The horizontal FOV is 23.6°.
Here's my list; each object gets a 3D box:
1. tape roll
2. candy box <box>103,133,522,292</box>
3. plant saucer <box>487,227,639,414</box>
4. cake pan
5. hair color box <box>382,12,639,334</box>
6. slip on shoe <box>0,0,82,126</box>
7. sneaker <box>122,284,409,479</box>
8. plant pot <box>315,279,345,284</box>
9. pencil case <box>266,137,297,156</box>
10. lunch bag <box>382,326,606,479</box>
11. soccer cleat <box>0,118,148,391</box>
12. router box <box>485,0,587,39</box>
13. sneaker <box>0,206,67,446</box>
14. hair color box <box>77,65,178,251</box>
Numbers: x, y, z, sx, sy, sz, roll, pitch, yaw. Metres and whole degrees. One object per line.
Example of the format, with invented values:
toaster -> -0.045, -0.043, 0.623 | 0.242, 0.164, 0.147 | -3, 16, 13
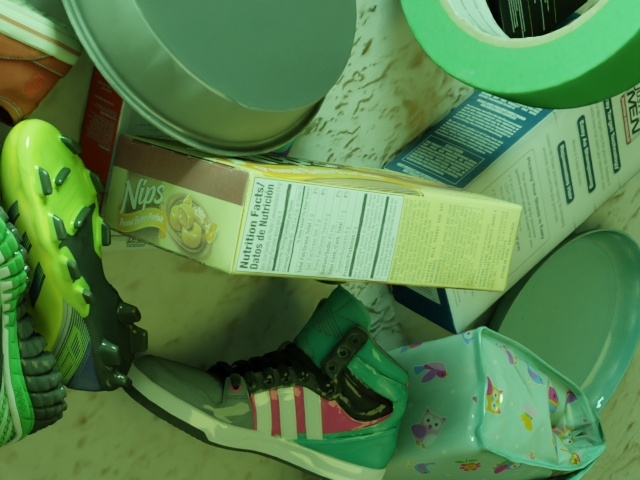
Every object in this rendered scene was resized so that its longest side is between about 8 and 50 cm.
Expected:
tape roll -> 0.214, -0.282, 1.385 | 0.077, 0.321, 0.321 | 12, 102, -48
candy box -> -0.002, -0.021, 1.311 | 0.316, 0.183, 0.087 | 4, 99, -42
plant saucer -> 0.295, 0.126, 1.911 | 0.317, 0.044, 0.317 | -23, 126, -36
cake pan -> -0.078, -0.213, 1.208 | 0.293, 0.054, 0.293 | 18, 64, -40
hair color box -> 0.213, -0.077, 1.664 | 0.347, 0.105, 0.174 | -39, 135, -23
slip on shoe -> -0.308, -0.157, 1.084 | 0.331, 0.123, 0.101 | 19, 101, -54
sneaker -> -0.030, 0.119, 1.473 | 0.295, 0.124, 0.178 | 22, 97, -28
plant pot -> 0.000, 0.000, 1.506 | 0.081, 0.083, 0.081 | 29, 90, -50
pencil case -> -0.050, -0.095, 1.416 | 0.070, 0.064, 0.151 | 29, 90, -34
lunch bag -> 0.157, 0.206, 1.658 | 0.262, 0.223, 0.160 | 26, 57, -48
soccer cleat -> -0.228, 0.021, 1.254 | 0.289, 0.121, 0.093 | 79, 24, -44
router box -> 0.211, -0.293, 1.588 | 0.133, 0.046, 0.179 | -39, 135, -25
sneaker -> -0.304, 0.052, 1.186 | 0.146, 0.134, 0.343 | -34, 133, -28
hair color box -> -0.158, -0.076, 1.325 | 0.093, 0.053, 0.167 | -2, 111, -44
